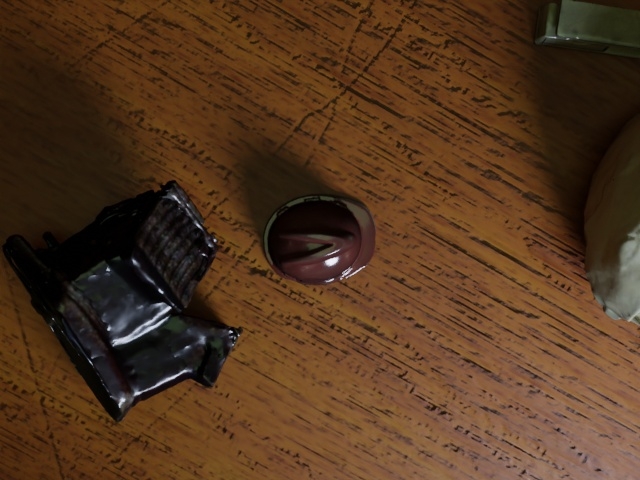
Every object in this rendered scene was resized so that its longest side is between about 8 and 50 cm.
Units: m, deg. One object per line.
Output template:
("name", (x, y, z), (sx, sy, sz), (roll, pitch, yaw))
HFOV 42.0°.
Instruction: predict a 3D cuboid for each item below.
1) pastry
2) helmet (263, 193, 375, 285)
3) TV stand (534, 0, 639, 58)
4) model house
("pastry", (0.371, -0.014, 0.762), (0.265, 0.133, 0.264), (-1, 96, -5))
("helmet", (0.000, 0.000, 0.785), (0.111, 0.057, 0.089), (-9, 92, -1))
("TV stand", (0.332, -0.190, 0.791), (0.249, 0.042, 0.036), (8, 90, -2))
("model house", (-0.164, 0.056, 0.768), (0.164, 0.141, 0.203), (-33, 117, -21))
